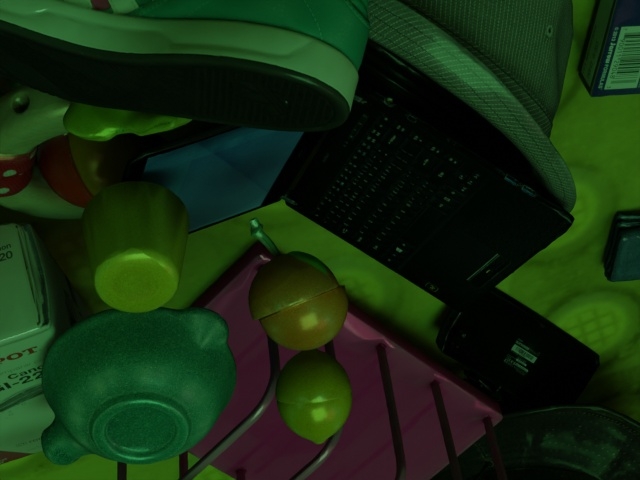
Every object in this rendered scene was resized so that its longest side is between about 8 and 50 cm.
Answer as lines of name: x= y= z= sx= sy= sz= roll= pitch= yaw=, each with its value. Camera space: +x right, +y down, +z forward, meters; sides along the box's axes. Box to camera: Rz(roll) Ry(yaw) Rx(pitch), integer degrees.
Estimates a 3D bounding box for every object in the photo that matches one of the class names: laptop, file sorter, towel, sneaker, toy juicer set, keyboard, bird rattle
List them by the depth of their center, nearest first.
sneaker: x=-0.095 y=-0.175 z=0.835 sx=0.295 sy=0.178 sz=0.124 roll=12 pitch=164 yaw=23
bird rattle: x=-0.172 y=-0.062 z=0.985 sx=0.253 sy=0.143 sz=0.207 roll=-29 pitch=150 yaw=14
toy juicer set: x=-0.090 y=0.108 z=1.022 sx=0.209 sy=0.089 sz=0.329 roll=10 pitch=127 yaw=-16
laptop: x=0.000 y=0.000 z=1.028 sx=0.264 sy=0.137 sz=0.234 roll=32 pitch=159 yaw=-3
file sorter: x=-0.003 y=0.189 z=1.211 sx=0.290 sy=0.182 sz=0.202 roll=35 pitch=115 yaw=-27
towel: x=0.306 y=0.003 z=1.278 sx=0.119 sy=0.029 sz=0.067 roll=-6 pitch=132 yaw=-14
keyboard: x=0.169 y=0.107 z=1.336 sx=0.192 sy=0.038 sz=0.100 roll=32 pitch=92 yaw=-36

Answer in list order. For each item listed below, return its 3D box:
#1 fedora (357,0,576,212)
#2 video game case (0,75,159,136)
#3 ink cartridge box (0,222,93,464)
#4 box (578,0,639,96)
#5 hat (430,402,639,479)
fedora: x=0.084 y=-0.142 z=0.977 sx=0.275 sy=0.243 sz=0.124 roll=36 pitch=84 yaw=-33
video game case: x=-0.142 y=-0.123 z=1.030 sx=0.166 sy=0.015 sz=0.119 roll=17 pitch=124 yaw=-30
ink cartridge box: x=-0.251 y=0.088 z=1.091 sx=0.158 sy=0.092 sz=0.218 roll=-18 pitch=152 yaw=-1
box: x=0.317 y=-0.177 z=1.111 sx=0.225 sy=0.036 sz=0.136 roll=-4 pitch=132 yaw=-13
hat: x=0.201 y=0.300 z=1.372 sx=0.331 sy=0.134 sz=0.331 roll=6 pitch=131 yaw=7
